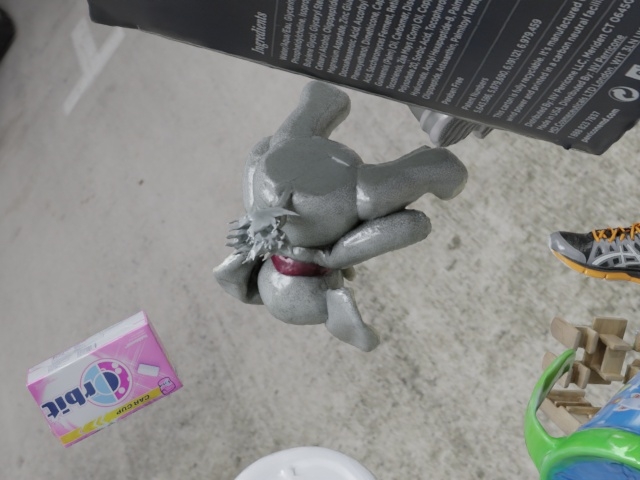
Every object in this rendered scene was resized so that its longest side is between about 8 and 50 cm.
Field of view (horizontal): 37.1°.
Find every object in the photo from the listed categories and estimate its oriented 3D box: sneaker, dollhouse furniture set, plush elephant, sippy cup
[{"bbox_3d":[0.172,-0.188,1.107,0.105,0.281,0.115,-44,79,25],"label":"sneaker"},{"bbox_3d":[0.536,0.259,1.898,0.161,0.212,0.242,-132,50,-67],"label":"dollhouse furniture set"},{"bbox_3d":[0.000,0.000,1.249,0.272,0.255,0.330,29,50,23],"label":"plush elephant"},{"bbox_3d":[0.417,0.012,1.300,0.084,0.215,0.083,-68,-11,-66],"label":"sneaker"},{"bbox_3d":[0.396,0.237,1.041,0.224,0.305,0.240,-42,8,-31],"label":"sippy cup"}]

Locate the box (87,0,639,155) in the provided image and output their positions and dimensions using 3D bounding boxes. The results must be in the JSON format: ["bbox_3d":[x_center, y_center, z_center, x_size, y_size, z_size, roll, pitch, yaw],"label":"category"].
[{"bbox_3d":[0.092,-0.382,0.777,0.297,0.472,0.479,106,178,-74],"label":"box"}]

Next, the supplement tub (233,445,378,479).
[{"bbox_3d":[-0.013,0.427,1.183,0.207,0.338,0.207,-1,45,1],"label":"supplement tub"}]

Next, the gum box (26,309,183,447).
[{"bbox_3d":[-0.298,0.190,1.299,0.188,0.107,0.062,-27,19,-7],"label":"gum box"}]
